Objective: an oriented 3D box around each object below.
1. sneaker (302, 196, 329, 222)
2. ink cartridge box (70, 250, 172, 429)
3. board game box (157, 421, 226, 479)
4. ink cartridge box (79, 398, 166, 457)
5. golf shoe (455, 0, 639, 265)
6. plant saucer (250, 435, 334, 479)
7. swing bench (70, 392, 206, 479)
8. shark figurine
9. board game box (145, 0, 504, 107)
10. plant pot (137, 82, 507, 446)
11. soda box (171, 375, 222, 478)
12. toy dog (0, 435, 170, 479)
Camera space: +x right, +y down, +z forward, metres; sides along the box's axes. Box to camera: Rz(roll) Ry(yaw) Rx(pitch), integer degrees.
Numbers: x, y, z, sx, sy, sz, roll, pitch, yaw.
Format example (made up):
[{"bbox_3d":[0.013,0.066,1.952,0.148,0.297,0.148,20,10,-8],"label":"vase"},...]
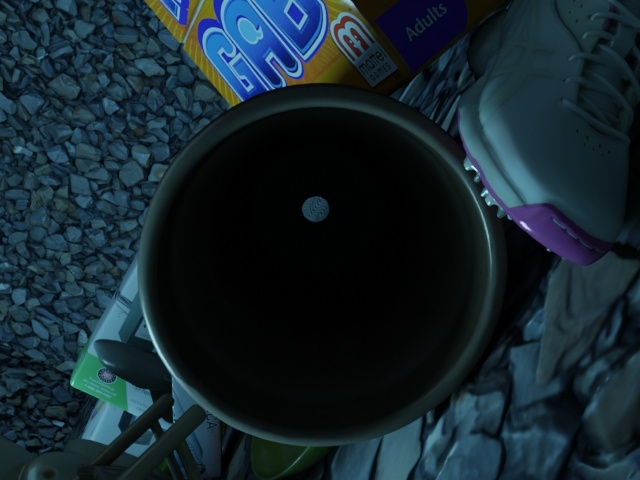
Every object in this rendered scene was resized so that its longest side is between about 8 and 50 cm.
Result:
[{"bbox_3d":[-0.077,0.049,1.175,0.292,0.108,0.169,-52,12,0],"label":"sneaker"},{"bbox_3d":[-0.255,0.145,1.379,0.289,0.211,0.121,-59,13,12],"label":"ink cartridge box"},{"bbox_3d":[-0.195,0.301,1.214,0.181,0.043,0.092,-54,15,29],"label":"board game box"},{"bbox_3d":[-0.376,0.363,1.573,0.226,0.131,0.306,-42,25,55],"label":"ink cartridge box"},{"bbox_3d":[0.171,-0.113,0.558,0.140,0.115,0.306,-48,20,35],"label":"golf shoe"},{"bbox_3d":[0.004,0.134,0.830,0.241,0.037,0.241,-56,16,24],"label":"plant saucer"},{"bbox_3d":[-0.224,0.288,0.840,0.254,0.165,0.253,-24,2,-18],"label":"swing bench"},{"bbox_3d":[-0.176,0.176,1.223,0.278,0.166,0.116,-22,3,-13],"label":"shark figurine"},{"bbox_3d":[0.025,-0.344,0.797,0.356,0.356,0.356,-42,7,-18],"label":"board game box"},{"bbox_3d":[0.000,0.000,0.675,0.263,0.263,0.229,-59,8,11],"label":"plant pot"},{"bbox_3d":[-0.158,0.210,1.053,0.058,0.063,0.183,-121,30,-76],"label":"soda box"},{"bbox_3d":[-0.416,0.445,1.013,0.284,0.395,0.408,-49,11,33],"label":"toy dog"}]
